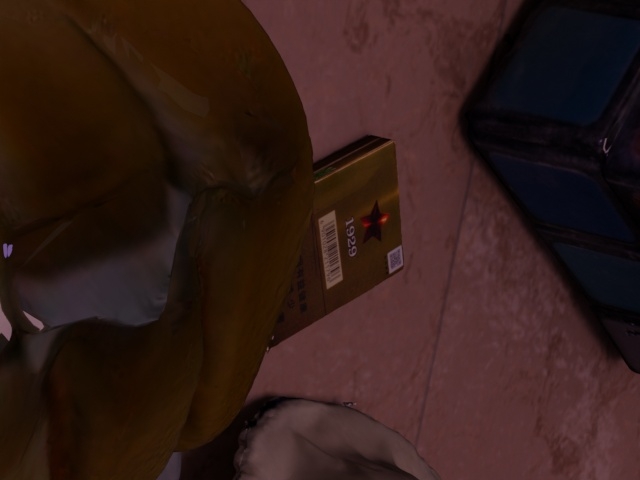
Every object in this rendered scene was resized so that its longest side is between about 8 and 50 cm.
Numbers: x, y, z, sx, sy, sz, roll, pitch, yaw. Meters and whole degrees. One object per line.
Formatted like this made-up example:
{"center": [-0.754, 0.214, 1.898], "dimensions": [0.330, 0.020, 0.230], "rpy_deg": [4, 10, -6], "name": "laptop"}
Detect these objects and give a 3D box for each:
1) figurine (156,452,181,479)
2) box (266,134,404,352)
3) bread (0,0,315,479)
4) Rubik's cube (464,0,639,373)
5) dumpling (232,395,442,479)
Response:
{"center": [-0.112, 0.110, 1.020], "dimensions": [0.094, 0.082, 0.086], "rpy_deg": [-47, 118, -44], "name": "figurine"}
{"center": [0.000, 0.000, 1.149], "dimensions": [0.133, 0.023, 0.090], "rpy_deg": [-30, 126, -42], "name": "box"}
{"center": [-0.133, -0.002, 0.829], "dimensions": [0.341, 0.210, 0.300], "rpy_deg": [-24, 116, -46], "name": "bread"}
{"center": [0.372, -0.091, 1.306], "dimensions": [0.362, 0.359, 0.363], "rpy_deg": [-58, 140, -16], "name": "Rubik's cube"}
{"center": [0.006, 0.174, 1.141], "dimensions": [0.247, 0.142, 0.172], "rpy_deg": [-21, 87, -61], "name": "dumpling"}
